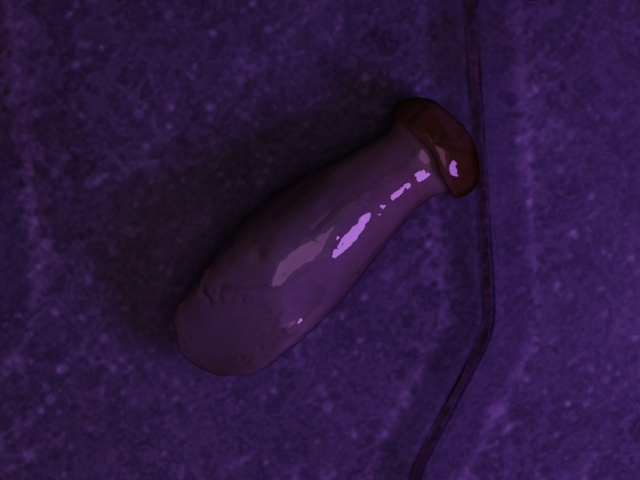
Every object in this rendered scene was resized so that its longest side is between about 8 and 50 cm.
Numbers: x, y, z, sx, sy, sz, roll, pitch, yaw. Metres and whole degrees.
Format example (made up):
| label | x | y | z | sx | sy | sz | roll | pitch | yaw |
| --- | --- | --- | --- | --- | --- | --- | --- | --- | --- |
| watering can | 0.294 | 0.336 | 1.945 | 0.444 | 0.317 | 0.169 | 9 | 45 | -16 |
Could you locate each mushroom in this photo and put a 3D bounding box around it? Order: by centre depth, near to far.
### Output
| label | x | y | z | sx | sy | sz | roll | pitch | yaw |
| --- | --- | --- | --- | --- | --- | --- | --- | --- | --- |
| mushroom | 0.000 | 0.000 | 1.360 | 0.350 | 0.128 | 0.128 | -39 | 99 | 1 |
